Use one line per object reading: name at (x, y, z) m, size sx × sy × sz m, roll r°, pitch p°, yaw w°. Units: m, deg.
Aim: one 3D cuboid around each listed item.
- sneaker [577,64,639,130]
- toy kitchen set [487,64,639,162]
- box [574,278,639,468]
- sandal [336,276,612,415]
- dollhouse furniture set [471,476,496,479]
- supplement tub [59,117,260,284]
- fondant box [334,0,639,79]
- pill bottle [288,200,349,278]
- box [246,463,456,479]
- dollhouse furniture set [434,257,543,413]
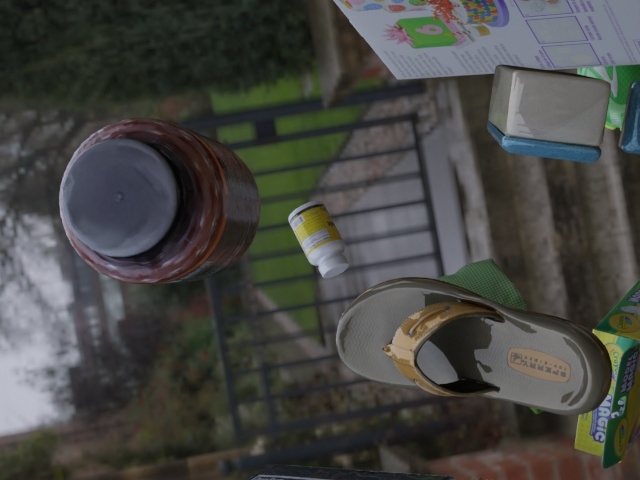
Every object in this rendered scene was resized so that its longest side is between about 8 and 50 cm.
sneaker at (0.365, -0.274, 1.617) m, size 0.123 × 0.109 × 0.295 m, roll 41°, pitch -122°, yaw -69°
toy kitchen set at (0.196, -0.006, 0.778) m, size 0.122 × 0.207 × 0.166 m, roll -69°, pitch -14°, yaw -81°
box at (0.245, 0.101, 1.075) m, size 0.179 × 0.043 × 0.105 m, roll -31°, pitch -50°, yaw -60°
sandal at (0.081, 0.066, 0.799) m, size 0.049 × 0.180 × 0.072 m, roll -20°, pitch -65°, yaw -51°
dollhouse furniture set at (0.132, 0.326, 1.673) m, size 0.123 × 0.144 × 0.151 m, roll 50°, pitch 167°, yaw 23°
supplement tub at (-0.104, -0.024, 0.879) m, size 0.198 × 0.106 × 0.106 m, roll 10°, pitch -110°, yaw -83°
fondant box at (0.189, -0.260, 1.350) m, size 0.238 × 0.330 × 0.096 m, roll 40°, pitch -127°, yaw -57°
pill bottle at (0.000, 0.000, 2.186) m, size 0.065 × 0.065 × 0.116 m, roll 92°, pitch 153°, yaw -69°
box at (-0.056, 0.306, 0.982) m, size 0.296 × 0.294 × 0.182 m, roll -14°, pitch 101°, yaw 62°
dollhouse furniture set at (0.113, 0.050, 0.927) m, size 0.151 × 0.076 × 0.058 m, roll 53°, pitch 166°, yaw 48°
